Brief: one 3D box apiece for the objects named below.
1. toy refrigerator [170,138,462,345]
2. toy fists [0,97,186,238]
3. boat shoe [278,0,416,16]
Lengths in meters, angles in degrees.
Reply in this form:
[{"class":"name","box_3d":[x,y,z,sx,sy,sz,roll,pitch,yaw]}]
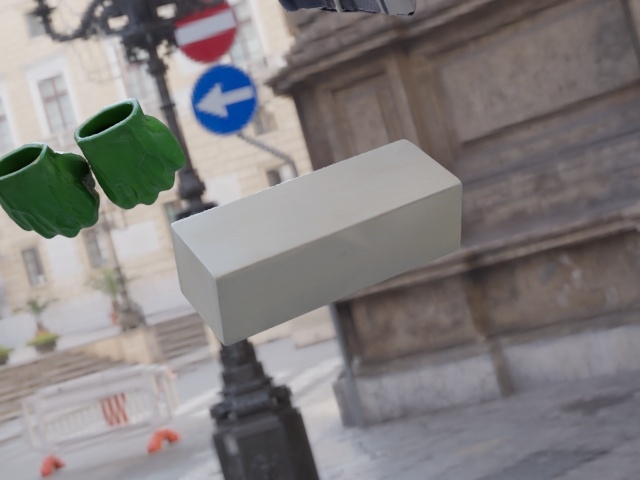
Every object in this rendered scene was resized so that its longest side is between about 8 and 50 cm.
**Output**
[{"class":"toy refrigerator","box_3d":[0.000,0.000,1.130,0.270,0.094,0.102,-22,40,-23]},{"class":"toy fists","box_3d":[-0.326,-0.094,1.630,0.279,0.142,0.096,-22,35,13]},{"class":"boat shoe","box_3d":[-0.007,-0.331,1.101,0.158,0.127,0.340,0,-30,16]}]
